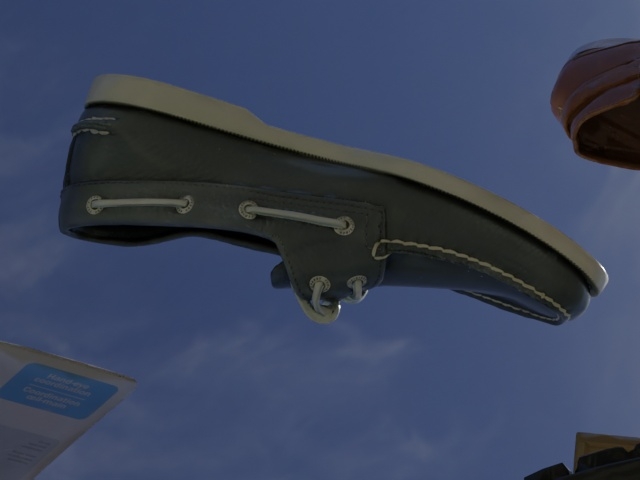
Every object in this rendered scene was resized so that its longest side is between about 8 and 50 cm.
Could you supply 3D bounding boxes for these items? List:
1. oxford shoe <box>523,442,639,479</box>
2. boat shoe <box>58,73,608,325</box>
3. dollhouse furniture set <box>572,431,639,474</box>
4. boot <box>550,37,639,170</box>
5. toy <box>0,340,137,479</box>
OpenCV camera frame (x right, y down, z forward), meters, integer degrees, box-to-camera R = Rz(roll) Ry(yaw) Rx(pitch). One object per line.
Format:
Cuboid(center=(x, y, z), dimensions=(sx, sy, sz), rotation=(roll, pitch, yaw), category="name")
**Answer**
Cuboid(center=(0.083, 0.085, 0.329), dimensions=(0.083, 0.227, 0.096), rotation=(29, -136, -50), category="oxford shoe")
Cuboid(center=(0.000, 0.000, 1.009), dimensions=(0.319, 0.116, 0.099), rotation=(19, -104, 11), category="boat shoe")
Cuboid(center=(0.205, 0.206, 0.927), dimensions=(0.161, 0.101, 0.182), rotation=(5, -142, 8), category="dollhouse furniture set")
Cuboid(center=(0.227, -0.085, 0.984), dimensions=(0.197, 0.152, 0.073), rotation=(-13, -74, 11), category="boot")
Cuboid(center=(-0.180, 0.107, 0.584), dimensions=(0.137, 0.237, 0.056), rotation=(20, -134, -36), category="toy")
